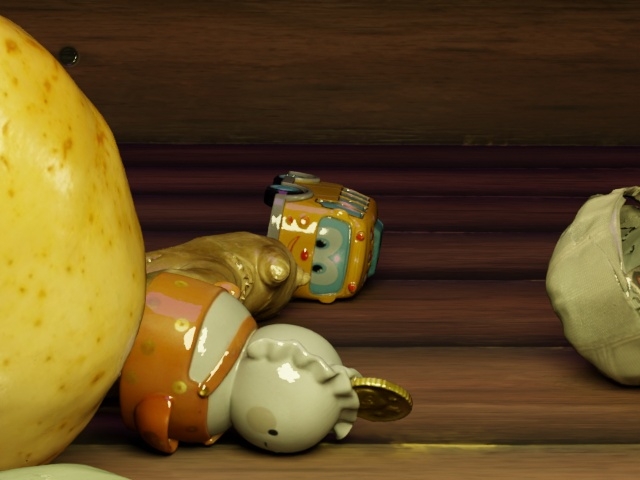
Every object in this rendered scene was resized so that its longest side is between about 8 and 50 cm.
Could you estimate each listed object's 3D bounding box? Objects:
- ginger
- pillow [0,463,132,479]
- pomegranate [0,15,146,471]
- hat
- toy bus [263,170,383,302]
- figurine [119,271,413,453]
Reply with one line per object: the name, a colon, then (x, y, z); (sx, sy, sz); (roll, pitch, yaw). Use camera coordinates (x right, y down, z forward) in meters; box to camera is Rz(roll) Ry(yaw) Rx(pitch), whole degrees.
ginger: (-0.136, 0.053, 1.648); (0.348, 0.122, 0.363); (-14, 5, -24)
pillow: (-0.149, 0.191, 0.854); (0.312, 0.119, 0.310); (-8, 17, -41)
pomegranate: (-0.310, 0.025, 1.191); (0.410, 0.410, 0.410); (1, 10, 0)
hat: (0.325, 0.070, 1.533); (0.275, 0.161, 0.232); (35, 26, 29)
toy bus: (0.000, 0.000, 1.952); (0.136, 0.126, 0.209); (10, 11, 3)
figurine: (-0.064, 0.099, 1.358); (0.271, 0.143, 0.143); (-1, 10, 1)
